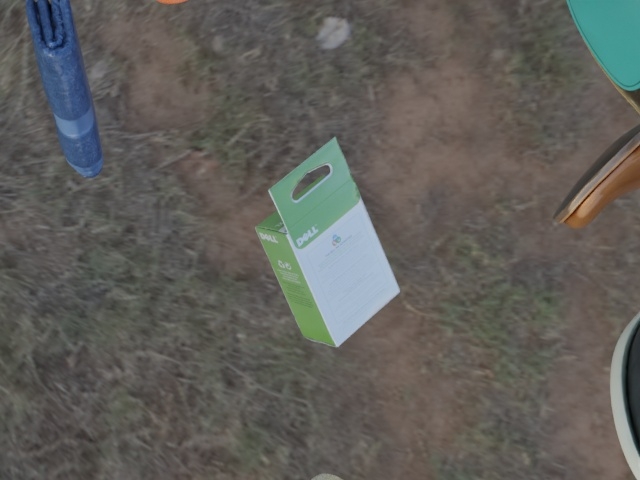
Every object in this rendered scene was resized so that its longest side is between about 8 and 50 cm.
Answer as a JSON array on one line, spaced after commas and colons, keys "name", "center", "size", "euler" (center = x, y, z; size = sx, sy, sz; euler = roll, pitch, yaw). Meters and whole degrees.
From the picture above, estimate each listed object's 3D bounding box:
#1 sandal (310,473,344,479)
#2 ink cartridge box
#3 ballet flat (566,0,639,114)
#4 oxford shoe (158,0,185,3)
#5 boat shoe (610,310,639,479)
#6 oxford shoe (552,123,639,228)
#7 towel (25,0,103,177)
[{"name": "sandal", "center": [0.087, 0.335, 1.495], "size": [0.240, 0.079, 0.088], "euler": [35, 53, 8]}, {"name": "ink cartridge box", "center": [0.000, 0.000, 1.468], "size": [0.109, 0.062, 0.209], "euler": [-39, 121, -28]}, {"name": "ballet flat", "center": [0.232, -0.106, 0.848], "size": [0.073, 0.080, 0.232], "euler": [-18, 74, -35]}, {"name": "oxford shoe", "center": [-0.056, -0.311, 1.081], "size": [0.271, 0.097, 0.098], "euler": [-51, 129, -24]}, {"name": "boat shoe", "center": [0.316, 0.072, 1.011], "size": [0.127, 0.113, 0.340], "euler": [44, 38, 0]}, {"name": "oxford shoe", "center": [0.288, -0.070, 1.112], "size": [0.212, 0.076, 0.076], "euler": [-39, 93, 11]}, {"name": "towel", "center": [-0.168, -0.101, 0.884], "size": [0.029, 0.067, 0.119], "euler": [-12, 140, -7]}]
